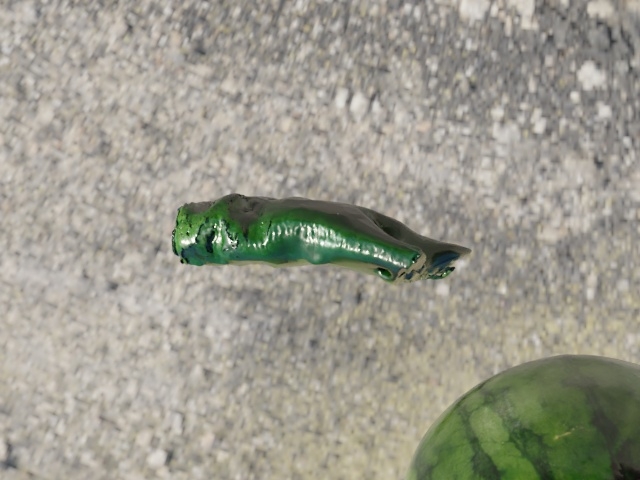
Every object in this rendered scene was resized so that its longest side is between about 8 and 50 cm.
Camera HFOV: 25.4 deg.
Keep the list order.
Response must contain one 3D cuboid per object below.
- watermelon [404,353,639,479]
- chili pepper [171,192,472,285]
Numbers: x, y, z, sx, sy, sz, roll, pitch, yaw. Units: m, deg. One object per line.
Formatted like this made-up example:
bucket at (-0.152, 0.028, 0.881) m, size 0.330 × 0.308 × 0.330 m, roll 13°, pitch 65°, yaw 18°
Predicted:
watermelon at (0.134, 0.157, 0.717) m, size 0.188 × 0.214 × 0.188 m, roll -4°, pitch 112°, yaw -10°
chili pepper at (0.000, -0.002, 1.076) m, size 0.224 × 0.098 × 0.061 m, roll 4°, pitch 95°, yaw 18°
